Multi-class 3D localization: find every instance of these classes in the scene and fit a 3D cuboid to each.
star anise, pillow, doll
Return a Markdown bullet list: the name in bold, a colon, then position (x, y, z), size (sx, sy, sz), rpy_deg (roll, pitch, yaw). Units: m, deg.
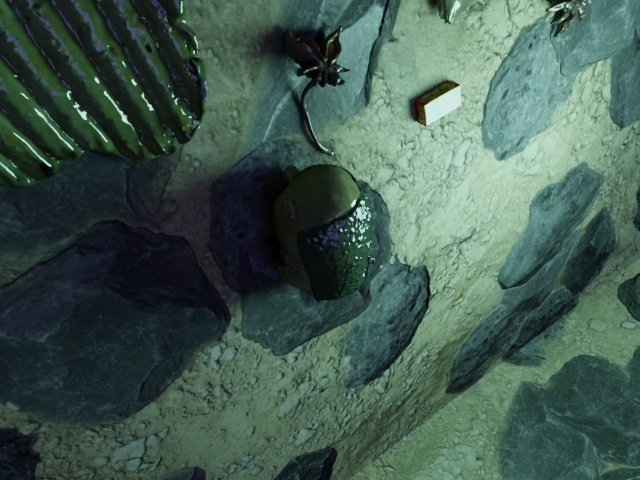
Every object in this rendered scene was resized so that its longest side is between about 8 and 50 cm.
- **star anise**: position (-0.008, -0.309, 1.051), size (0.148, 0.219, 0.227), rpy_deg (-58, -171, -33)
- **pillow**: position (0.326, -0.575, 1.103), size (0.208, 0.053, 0.119), rpy_deg (-42, 138, -12)
- **doll**: position (0.000, 0.000, 1.133), size (0.247, 0.247, 0.349), rpy_deg (-34, 140, -15)
- **star anise**: position (0.667, -0.637, 1.319), size (0.195, 0.065, 0.182), rpy_deg (-46, 137, -9)

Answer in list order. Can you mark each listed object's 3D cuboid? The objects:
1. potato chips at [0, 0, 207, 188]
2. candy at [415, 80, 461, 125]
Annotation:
- **potato chips**: position (-0.365, -0.266, 0.746), size (0.374, 0.097, 0.388), rpy_deg (-14, 128, -23)
- **candy**: position (0.294, -0.341, 1.247), size (0.122, 0.038, 0.062), rpy_deg (-33, 133, -16)
